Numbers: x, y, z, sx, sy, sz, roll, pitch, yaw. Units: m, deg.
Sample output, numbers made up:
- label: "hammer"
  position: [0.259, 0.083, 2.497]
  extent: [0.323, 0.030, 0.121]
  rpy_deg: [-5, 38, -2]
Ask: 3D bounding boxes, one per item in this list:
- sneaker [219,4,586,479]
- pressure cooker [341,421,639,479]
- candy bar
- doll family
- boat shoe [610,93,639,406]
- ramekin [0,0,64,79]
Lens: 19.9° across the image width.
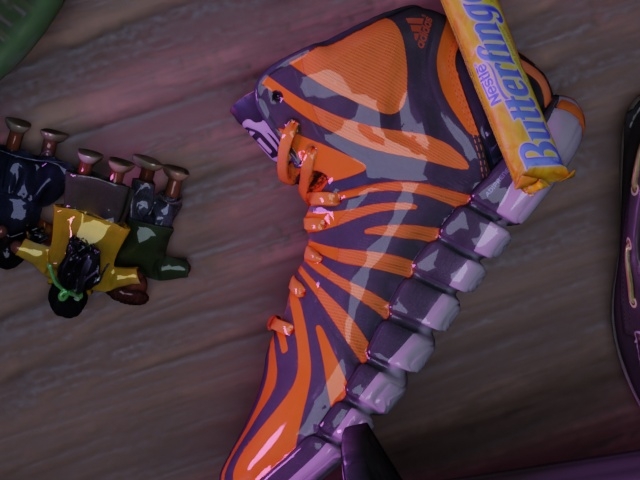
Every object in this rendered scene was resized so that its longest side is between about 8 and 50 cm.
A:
- label: "sneaker"
  position: [0.000, 0.000, 1.095]
  extent: [0.180, 0.124, 0.321]
  rpy_deg: [36, 85, -3]
- label: "pressure cooker"
  position: [0.120, 0.300, 0.997]
  extent: [0.420, 0.375, 0.370]
  rpy_deg: [-10, 58, 2]
- label: "candy bar"
  position: [0.103, -0.099, 1.048]
  extent: [0.040, 0.018, 0.161]
  rpy_deg: [-13, 72, -21]
- label: "doll family"
  position: [-0.173, -0.008, 1.101]
  extent: [0.193, 0.076, 0.111]
  rpy_deg: [18, 102, 0]
- label: "boat shoe"
  position: [0.220, 0.020, 1.120]
  extent: [0.081, 0.069, 0.228]
  rpy_deg: [-6, 99, 3]
- label: "ramekin"
  position: [-0.284, -0.212, 0.996]
  extent: [0.303, 0.148, 0.303]
  rpy_deg: [0, 88, 3]
